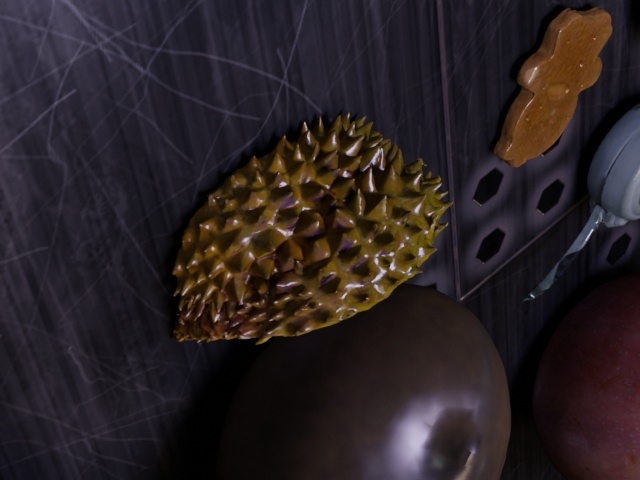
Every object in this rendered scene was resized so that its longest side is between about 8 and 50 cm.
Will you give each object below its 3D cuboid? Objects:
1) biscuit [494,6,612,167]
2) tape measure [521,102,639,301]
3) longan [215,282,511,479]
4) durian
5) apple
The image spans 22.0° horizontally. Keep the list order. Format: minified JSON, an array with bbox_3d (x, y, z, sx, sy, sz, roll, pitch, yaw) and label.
[{"bbox_3d":[0.246,-0.165,1.736,0.133,0.027,0.184,-22,139,-40],"label":"biscuit"},{"bbox_3d":[0.313,-0.053,1.873,0.330,0.084,0.164,-31,140,-33],"label":"tape measure"},{"bbox_3d":[0.041,0.208,1.621,0.288,0.288,0.350,21,95,-57],"label":"longan"},{"bbox_3d":[0.004,-0.005,1.478,0.260,0.186,0.153,-53,157,-24],"label":"durian"},{"bbox_3d":[0.417,0.193,2.070,0.306,0.235,0.305,-14,119,-27],"label":"apple"}]
